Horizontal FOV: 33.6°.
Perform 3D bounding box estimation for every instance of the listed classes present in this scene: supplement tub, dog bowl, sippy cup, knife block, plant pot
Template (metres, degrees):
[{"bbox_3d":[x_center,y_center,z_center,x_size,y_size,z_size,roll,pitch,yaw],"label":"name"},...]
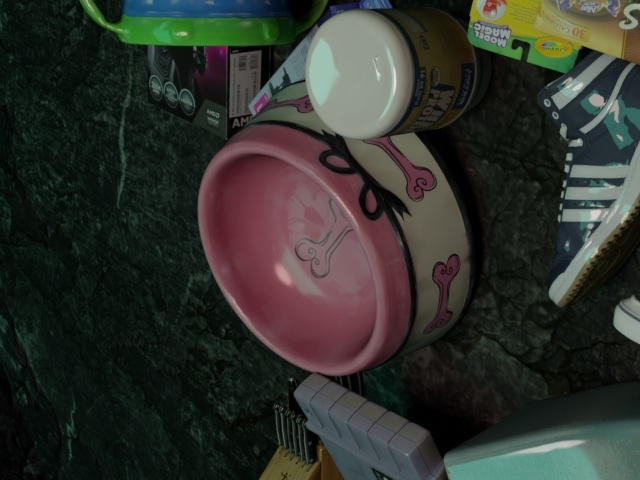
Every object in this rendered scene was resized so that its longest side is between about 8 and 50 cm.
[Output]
[{"bbox_3d":[0.094,-0.196,1.224,0.144,0.199,0.144,11,107,39],"label":"supplement tub"},{"bbox_3d":[0.000,0.000,1.414,0.408,0.150,0.408,26,132,33],"label":"dog bowl"},{"bbox_3d":[-0.148,-0.369,1.369,0.240,0.305,0.224,9,106,34],"label":"sippy cup"},{"bbox_3d":[0.023,0.323,1.650,0.088,0.242,0.275,24,167,46],"label":"knife block"},{"bbox_3d":[0.327,0.273,1.105,0.252,0.247,0.247,-28,81,32],"label":"plant pot"}]

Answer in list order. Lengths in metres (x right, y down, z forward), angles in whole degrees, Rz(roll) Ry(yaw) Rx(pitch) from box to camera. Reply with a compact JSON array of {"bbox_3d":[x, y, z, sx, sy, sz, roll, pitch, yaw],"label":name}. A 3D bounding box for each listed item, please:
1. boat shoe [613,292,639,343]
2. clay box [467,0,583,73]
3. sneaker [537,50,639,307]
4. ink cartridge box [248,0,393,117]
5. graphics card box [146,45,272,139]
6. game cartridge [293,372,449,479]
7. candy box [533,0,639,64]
[{"bbox_3d":[0.414,0.075,1.042,0.258,0.095,0.084,11,108,38],"label":"boat shoe"},{"bbox_3d":[0.238,-0.297,1.102,0.127,0.053,0.222,21,124,16],"label":"clay box"},{"bbox_3d":[0.284,-0.073,1.128,0.153,0.099,0.282,42,127,28],"label":"sneaker"},{"bbox_3d":[0.022,-0.190,1.454,0.311,0.065,0.186,-39,73,49],"label":"ink cartridge box"},{"bbox_3d":[-0.172,-0.362,1.606,0.232,0.094,0.371,29,126,42],"label":"graphics card box"},{"bbox_3d":[0.111,0.346,1.428,0.230,0.068,0.355,25,149,49],"label":"game cartridge"},{"bbox_3d":[0.312,-0.231,1.025,0.186,0.053,0.109,25,124,22],"label":"candy box"}]
